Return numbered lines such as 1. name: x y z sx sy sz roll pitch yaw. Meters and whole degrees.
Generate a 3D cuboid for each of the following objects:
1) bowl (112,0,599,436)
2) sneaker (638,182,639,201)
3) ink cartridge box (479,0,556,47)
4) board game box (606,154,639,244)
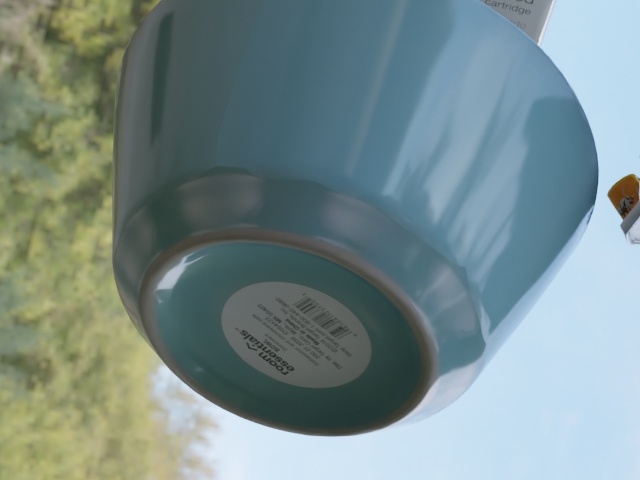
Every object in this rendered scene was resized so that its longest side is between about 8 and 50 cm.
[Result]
1. bowl: 0.000 0.000 0.970 0.311 0.311 0.163 119 -7 -47
2. sneaker: 0.336 0.022 0.981 0.322 0.130 0.236 -25 -120 42
3. ink cartridge box: 0.107 -0.372 1.357 0.385 0.279 0.160 103 4 -49
4. board game box: 0.454 -0.144 1.216 0.390 0.390 0.050 -59 -135 39
